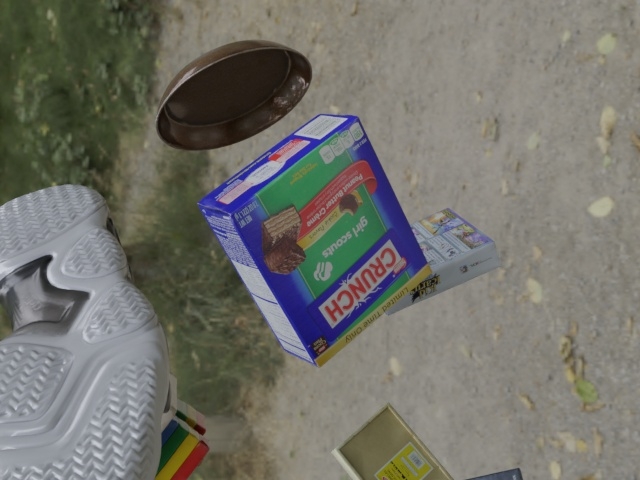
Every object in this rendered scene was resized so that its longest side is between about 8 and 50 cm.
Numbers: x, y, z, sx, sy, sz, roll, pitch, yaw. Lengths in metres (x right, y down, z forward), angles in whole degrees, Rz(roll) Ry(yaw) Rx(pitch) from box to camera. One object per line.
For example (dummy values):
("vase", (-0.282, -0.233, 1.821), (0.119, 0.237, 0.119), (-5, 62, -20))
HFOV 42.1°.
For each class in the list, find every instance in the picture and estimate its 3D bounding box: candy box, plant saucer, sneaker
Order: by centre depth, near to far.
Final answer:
("sneaker", (-0.131, 0.089, 0.490), (0.269, 0.101, 0.153), (-120, 15, -50))
("plant saucer", (-0.089, -0.148, 0.834), (0.029, 0.168, 0.168), (65, 149, 17))
("candy box", (0.000, 0.000, 1.343), (0.122, 0.268, 0.317), (21, 144, 55))

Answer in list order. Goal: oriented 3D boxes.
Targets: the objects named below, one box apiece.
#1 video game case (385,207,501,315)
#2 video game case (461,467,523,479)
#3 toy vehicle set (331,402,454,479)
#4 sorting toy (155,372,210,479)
("video game case", (0.204, 0.037, 1.694), (0.269, 0.244, 0.061), (-123, 9, -71))
("video game case", (0.254, 0.537, 1.526), (0.196, 0.274, 0.026), (-94, -16, -47))
("toy vehicle set", (0.170, 0.502, 1.776), (0.267, 0.166, 0.035), (49, 154, 13))
("sorting toy", (-0.234, 0.297, 0.994), (0.255, 0.089, 0.257), (-53, 8, -7))
